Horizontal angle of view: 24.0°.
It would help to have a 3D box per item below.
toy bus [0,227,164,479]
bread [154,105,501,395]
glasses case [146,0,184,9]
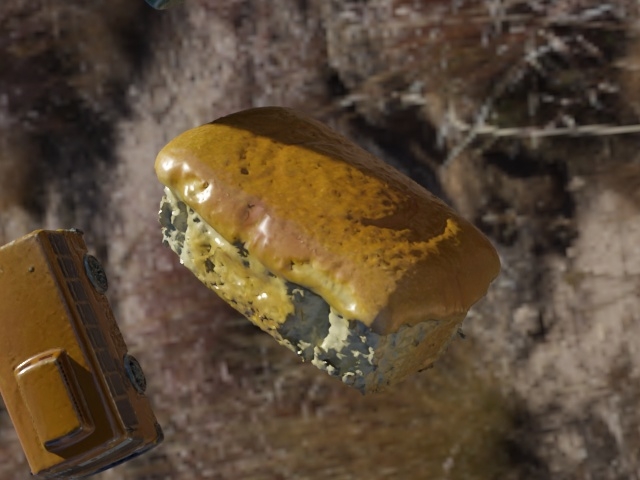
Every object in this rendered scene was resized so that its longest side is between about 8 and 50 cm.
[{"bbox_3d":[-0.216,0.096,1.250,0.201,0.098,0.114,67,-169,6],"label":"toy bus"},{"bbox_3d":[0.000,0.000,1.076,0.245,0.174,0.121,39,119,25],"label":"bread"},{"bbox_3d":[-0.155,-0.248,1.078,0.184,0.039,0.078,48,-161,-4],"label":"glasses case"}]
